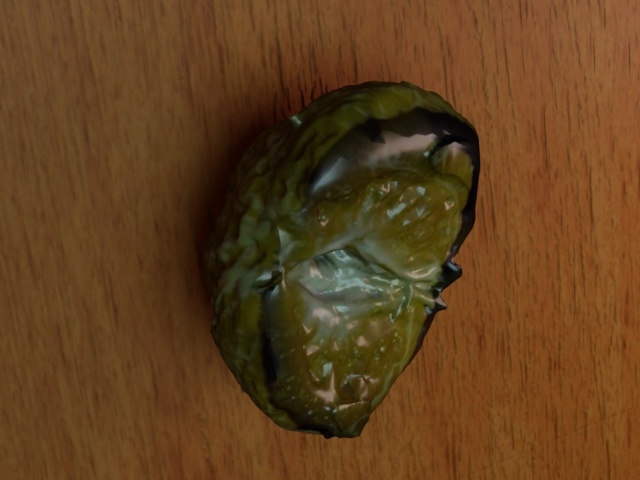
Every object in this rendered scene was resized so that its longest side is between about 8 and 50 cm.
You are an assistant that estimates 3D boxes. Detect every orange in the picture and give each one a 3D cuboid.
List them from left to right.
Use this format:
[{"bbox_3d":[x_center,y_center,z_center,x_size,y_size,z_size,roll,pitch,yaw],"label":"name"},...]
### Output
[{"bbox_3d":[0.000,0.000,1.671,0.271,0.210,0.368,8,108,-52],"label":"orange"}]
